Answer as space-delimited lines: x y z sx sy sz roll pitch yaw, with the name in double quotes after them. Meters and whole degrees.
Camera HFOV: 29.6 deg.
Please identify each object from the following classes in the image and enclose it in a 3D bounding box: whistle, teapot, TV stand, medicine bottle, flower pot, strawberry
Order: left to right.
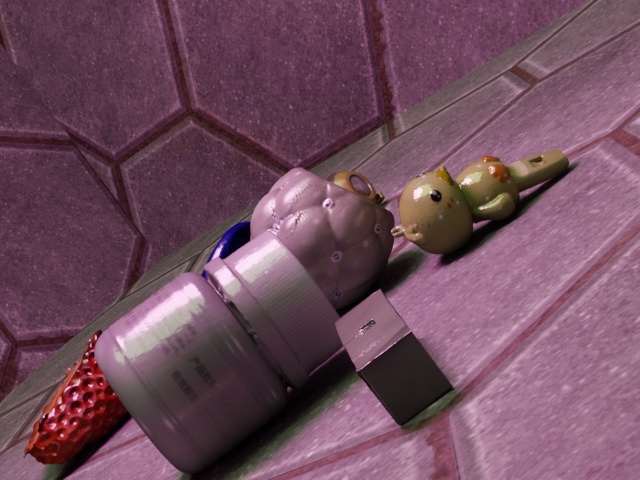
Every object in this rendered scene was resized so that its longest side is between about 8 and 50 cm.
-0.449 0.320 2.372 0.253 0.150 0.280 -56 10 4 "strawberry"
-0.136 0.153 1.721 0.306 0.245 0.245 -36 9 -7 "medicine bottle"
0.000 0.000 2.039 0.195 0.246 0.246 -64 8 3 "flower pot"
0.066 -0.082 2.652 0.166 0.130 0.119 1 -39 -45 "teapot"
0.083 0.137 1.490 0.083 0.088 0.269 -36 8 0 "TV stand"
0.240 -0.082 1.896 0.294 0.141 0.141 -35 9 3 "whistle"

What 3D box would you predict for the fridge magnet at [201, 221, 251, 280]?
-0.143 0.098 2.160 0.113 0.265 0.265 13 31 19 "fridge magnet"
